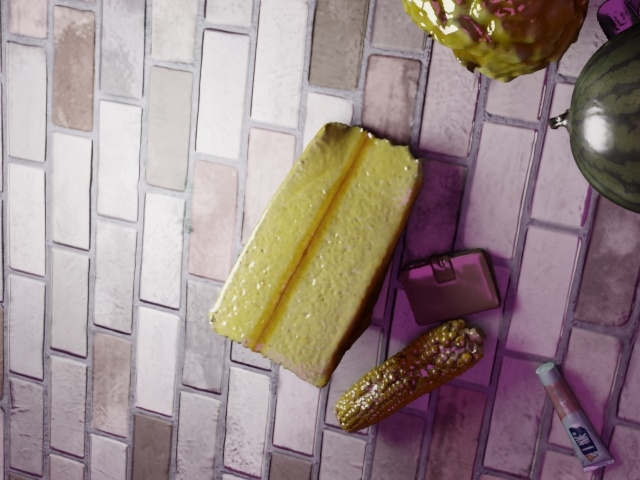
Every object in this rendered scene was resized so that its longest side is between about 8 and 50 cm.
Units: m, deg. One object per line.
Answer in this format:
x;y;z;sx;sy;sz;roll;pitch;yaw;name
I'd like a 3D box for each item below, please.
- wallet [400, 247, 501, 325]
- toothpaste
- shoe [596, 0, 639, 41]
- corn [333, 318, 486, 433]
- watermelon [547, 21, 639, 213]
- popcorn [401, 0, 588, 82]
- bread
0.219;0.076;1.572;0.152;0.039;0.118;-13;106;20;wallet
0.425;0.299;1.571;0.056;0.036;0.205;-25;100;25;toothpaste
0.464;-0.275;1.359;0.071;0.049;0.179;-35;87;21;shoe
0.152;0.235;1.618;0.320;0.097;0.097;-38;91;26;corn
0.486;-0.162;1.232;0.359;0.279;0.279;-1;106;12;watermelon
0.250;-0.357;1.307;0.247;0.282;0.282;-38;91;9;popcorn
0.000;0.000;1.522;0.233;0.245;0.362;26;117;12;bread
